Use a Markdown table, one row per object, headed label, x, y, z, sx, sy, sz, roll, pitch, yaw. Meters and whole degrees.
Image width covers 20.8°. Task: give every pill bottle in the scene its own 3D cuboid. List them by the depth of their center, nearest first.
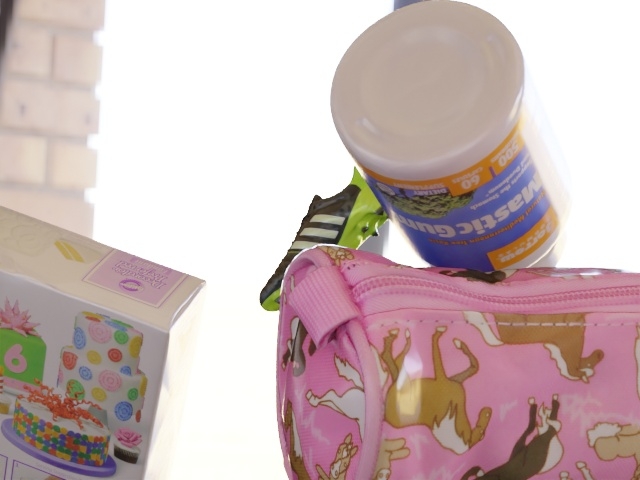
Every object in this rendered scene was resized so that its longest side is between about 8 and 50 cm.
| label | x | y | z | sx | sy | sz | roll | pitch | yaw |
| --- | --- | --- | --- | --- | --- | --- | --- | --- | --- |
| pill bottle | 0.117 | -0.059 | 1.390 | 0.152 | 0.152 | 0.272 | 2 | -25 | 22 |

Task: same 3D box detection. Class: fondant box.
| label | x | y | z | sx | sy | sz | roll | pitch | yaw |
| --- | --- | --- | --- | --- | --- | --- | --- | --- | --- |
| fondant box | -0.245 | 0.151 | 1.521 | 0.238 | 0.330 | 0.096 | 20 | 32 | 11 |

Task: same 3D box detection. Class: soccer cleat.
| label | x | y | z | sx | sy | sz | roll | pitch | yaw |
| --- | --- | --- | --- | --- | --- | --- | --- | --- | --- |
| soccer cleat | 0.000 | 0.000 | 1.767 | 0.072 | 0.179 | 0.060 | 52 | 11 | 32 |

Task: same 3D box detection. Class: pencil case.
| label | x | y | z | sx | sy | sz | roll | pitch | yaw |
| --- | --- | --- | --- | --- | --- | --- | --- | --- | --- |
| pencil case | 0.163 | 0.078 | 0.977 | 0.386 | 0.167 | 0.160 | -2 | 3 | -17 |
